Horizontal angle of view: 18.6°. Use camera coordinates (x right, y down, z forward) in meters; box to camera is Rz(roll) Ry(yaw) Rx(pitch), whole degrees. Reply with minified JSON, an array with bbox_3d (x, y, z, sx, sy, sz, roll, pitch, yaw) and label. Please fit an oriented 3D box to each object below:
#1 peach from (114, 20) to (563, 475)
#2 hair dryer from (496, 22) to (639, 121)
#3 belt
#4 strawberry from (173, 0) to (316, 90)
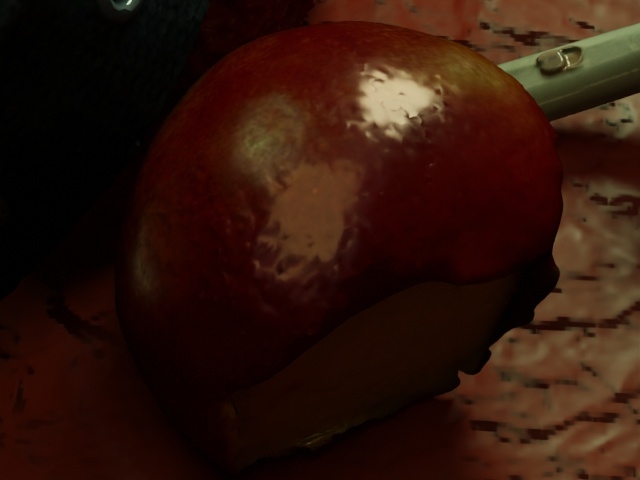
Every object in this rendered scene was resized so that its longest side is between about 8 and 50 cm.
[{"bbox_3d":[-0.006,-0.004,0.614,0.118,0.151,0.151,18,36,-39],"label":"peach"},{"bbox_3d":[0.105,-0.068,0.675,0.137,0.082,0.047,-17,49,13],"label":"hair dryer"},{"bbox_3d":[-0.143,-0.049,0.592,0.218,0.128,0.122,-43,60,12],"label":"belt"},{"bbox_3d":[-0.049,-0.113,0.710,0.131,0.148,0.131,-1,88,27],"label":"strawberry"}]
